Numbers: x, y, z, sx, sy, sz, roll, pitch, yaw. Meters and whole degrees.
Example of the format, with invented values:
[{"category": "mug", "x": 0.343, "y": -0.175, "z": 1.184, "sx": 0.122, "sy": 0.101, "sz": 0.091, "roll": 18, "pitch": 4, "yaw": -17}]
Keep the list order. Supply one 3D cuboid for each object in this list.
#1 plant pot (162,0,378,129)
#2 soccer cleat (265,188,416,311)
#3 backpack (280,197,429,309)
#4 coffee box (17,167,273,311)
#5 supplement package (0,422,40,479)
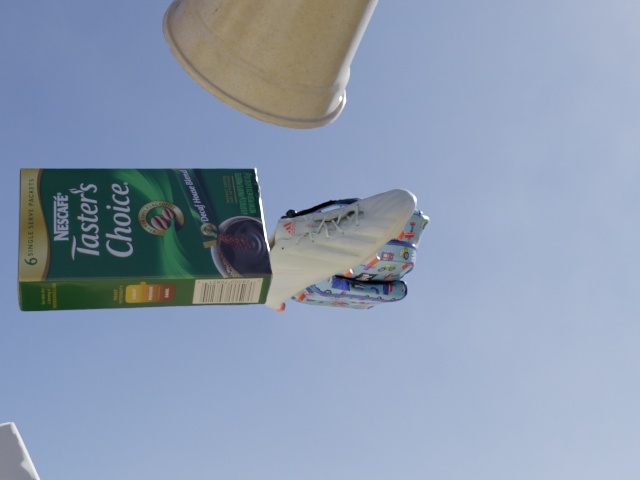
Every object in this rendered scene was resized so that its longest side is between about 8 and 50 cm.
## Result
[{"category": "plant pot", "x": -0.037, "y": -0.399, "z": 1.562, "sx": 0.333, "sy": 0.334, "sz": 0.305, "roll": 14, "pitch": -48, "yaw": -27}, {"category": "soccer cleat", "x": 0.000, "y": 0.000, "z": 0.925, "sx": 0.196, "sy": 0.068, "sz": 0.076, "roll": -31, "pitch": -68, "yaw": 28}, {"category": "backpack", "x": 0.045, "y": 0.013, "z": 1.186, "sx": 0.158, "sy": 0.117, "sz": 0.173, "roll": 9, "pitch": -14, "yaw": -25}, {"category": "coffee box", "x": -0.134, "y": -0.003, "z": 0.747, "sx": 0.184, "sy": 0.113, "sz": 0.040, "roll": 0, "pitch": -39, "yaw": -13}, {"category": "supplement package", "x": -0.303, "y": 0.333, "z": 0.831, "sx": 0.175, "sy": 0.293, "sz": 0.178, "roll": -9, "pitch": -46, "yaw": -35}]
